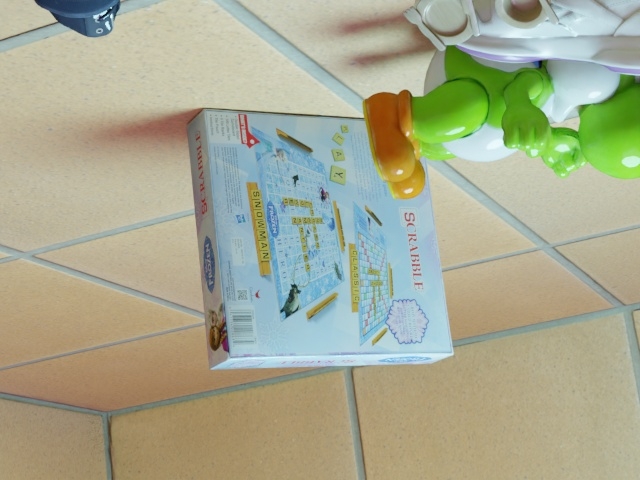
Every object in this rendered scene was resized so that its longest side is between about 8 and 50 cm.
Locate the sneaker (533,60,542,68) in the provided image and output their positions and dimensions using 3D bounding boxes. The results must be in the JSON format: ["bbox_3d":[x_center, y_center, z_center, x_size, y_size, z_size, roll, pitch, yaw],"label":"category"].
[{"bbox_3d":[0.228,-0.164,1.799,0.090,0.081,0.232,9,158,-25],"label":"sneaker"}]

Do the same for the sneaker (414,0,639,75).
[{"bbox_3d":[0.245,-0.254,1.481,0.305,0.152,0.114,8,-161,21],"label":"sneaker"}]

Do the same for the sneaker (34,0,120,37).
[{"bbox_3d":[-0.163,-0.252,1.280,0.226,0.086,0.163,1,154,7],"label":"sneaker"}]

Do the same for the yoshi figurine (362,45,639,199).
[{"bbox_3d":[0.242,-0.122,1.625,0.362,0.204,0.203,-17,127,7],"label":"yoshi figurine"}]

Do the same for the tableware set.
[{"bbox_3d":[0.147,-0.255,1.418,0.168,0.020,0.141,-13,125,29],"label":"tableware set"}]

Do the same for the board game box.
[{"bbox_3d":[0.000,0.000,1.844,0.317,0.319,0.066,2,163,-27],"label":"board game box"}]
